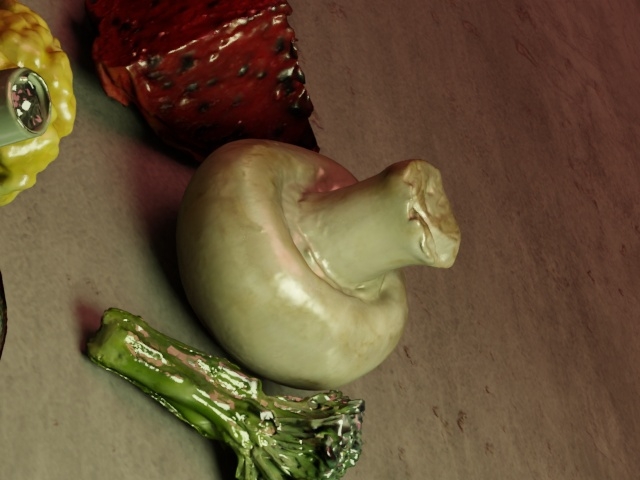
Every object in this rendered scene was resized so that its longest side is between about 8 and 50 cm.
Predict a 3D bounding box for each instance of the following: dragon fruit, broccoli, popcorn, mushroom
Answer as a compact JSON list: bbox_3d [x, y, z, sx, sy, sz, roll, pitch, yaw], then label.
[{"bbox_3d":[-0.173,-0.229,2.050,0.329,0.228,0.286,53,-11,37],"label":"dragon fruit"},{"bbox_3d":[-0.099,0.163,1.727,0.304,0.145,0.165,32,31,-16],"label":"broccoli"},{"bbox_3d":[-0.317,-0.120,1.611,0.200,0.226,0.203,-45,134,-47],"label":"popcorn"},{"bbox_3d":[0.000,0.000,1.857,0.297,0.290,0.297,39,32,-31],"label":"mushroom"}]

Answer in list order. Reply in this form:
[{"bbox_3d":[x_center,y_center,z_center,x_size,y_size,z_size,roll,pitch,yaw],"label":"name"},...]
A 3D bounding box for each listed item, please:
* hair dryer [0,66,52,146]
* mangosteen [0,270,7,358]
[{"bbox_3d":[-0.362,-0.119,1.332,0.298,0.296,0.119,78,15,-58],"label":"hair dryer"},{"bbox_3d":[-0.360,0.089,1.296,0.231,0.231,0.289,36,49,-32],"label":"mangosteen"}]
